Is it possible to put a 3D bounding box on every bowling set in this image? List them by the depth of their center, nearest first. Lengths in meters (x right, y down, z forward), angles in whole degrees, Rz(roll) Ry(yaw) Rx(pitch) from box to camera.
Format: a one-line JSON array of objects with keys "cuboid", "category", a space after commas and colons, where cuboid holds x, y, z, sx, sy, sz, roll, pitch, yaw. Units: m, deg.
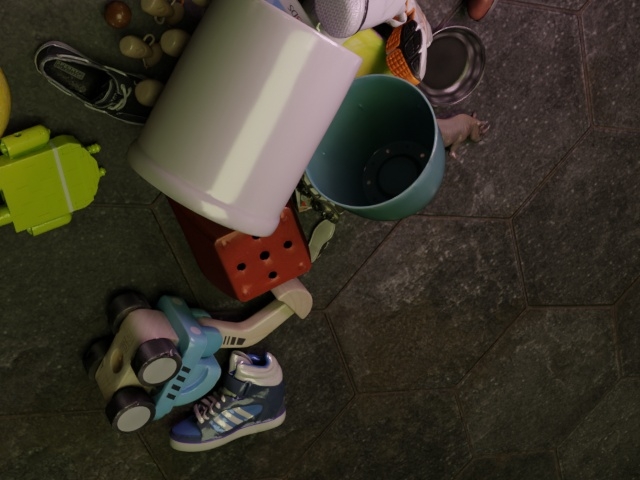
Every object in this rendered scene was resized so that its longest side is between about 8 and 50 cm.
[{"cuboid": [-0.316, -0.422, 1.693, 0.287, 0.200, 0.154, -54, 165, 13], "category": "bowling set"}]

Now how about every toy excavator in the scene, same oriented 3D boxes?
[{"cuboid": [-0.284, 0.243, 2.039, 0.445, 0.222, 0.433, 11, 118, -44], "category": "toy excavator"}]

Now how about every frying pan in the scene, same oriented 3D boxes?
[{"cuboid": [0.273, -0.360, 2.021, 0.197, 0.053, 0.326, 17, 111, -31], "category": "frying pan"}]

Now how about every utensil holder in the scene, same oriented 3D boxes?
[{"cuboid": [-0.143, -0.254, 1.619, 0.327, 0.327, 0.385, 22, 104, -32], "category": "utensil holder"}]

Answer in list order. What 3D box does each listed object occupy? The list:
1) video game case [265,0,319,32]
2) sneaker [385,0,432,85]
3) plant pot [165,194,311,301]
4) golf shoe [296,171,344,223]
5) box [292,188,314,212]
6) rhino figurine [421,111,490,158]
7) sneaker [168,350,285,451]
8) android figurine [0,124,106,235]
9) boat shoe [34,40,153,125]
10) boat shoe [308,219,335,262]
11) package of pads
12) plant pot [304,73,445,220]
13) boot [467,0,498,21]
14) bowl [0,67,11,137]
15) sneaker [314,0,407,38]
[{"cuboid": [-0.109, -0.402, 1.762, 0.212, 0.023, 0.193, -34, 95, 12], "category": "video game case"}, {"cuboid": [0.207, -0.435, 1.840, 0.099, 0.263, 0.121, -26, 143, 33], "category": "sneaker"}, {"cuboid": [-0.161, -0.021, 1.906, 0.267, 0.236, 0.267, -26, 124, -9], "category": "plant pot"}, {"cuboid": [-0.001, -0.129, 1.978, 0.094, 0.077, 0.198, -49, 133, -6], "category": "golf shoe"}, {"cuboid": [-0.020, -0.176, 2.002, 0.114, 0.036, 0.207, -17, 123, -14], "category": "box"}, {"cuboid": [0.327, -0.262, 2.086, 0.243, 0.073, 0.106, -14, 127, -26], "category": "rhino figurine"}, {"cuboid": [-0.250, 0.394, 2.180, 0.322, 0.130, 0.236, -12, 112, -12], "category": "sneaker"}, {"cuboid": [-0.576, -0.122, 1.749, 0.272, 0.056, 0.248, -27, 136, -24], "category": "android figurine"}, {"cuboid": [-0.428, -0.305, 1.708, 0.301, 0.102, 0.108, 26, 104, -33], "category": "boat shoe"}, {"cuboid": [0.000, 0.000, 2.110, 0.046, 0.038, 0.125, 29, 101, 10], "category": "boat shoe"}, {"cuboid": [0.041, -0.385, 1.872, 0.296, 0.101, 0.229, 27, 104, -34], "category": "package of pads"}, {"cuboid": [0.136, -0.172, 1.814, 0.293, 0.293, 0.235, -44, 153, 4], "category": "plant pot"}, {"cuboid": [0.274, -0.625, 1.845, 0.280, 0.096, 0.264, 0, 118, -23], "category": "boot"}, {"cuboid": [-0.728, -0.241, 1.580, 0.289, 0.156, 0.290, -11, 121, -19], "category": "bowl"}, {"cuboid": [0.076, -0.601, 1.725, 0.210, 0.137, 0.366, -14, 96, -37], "category": "sneaker"}]
